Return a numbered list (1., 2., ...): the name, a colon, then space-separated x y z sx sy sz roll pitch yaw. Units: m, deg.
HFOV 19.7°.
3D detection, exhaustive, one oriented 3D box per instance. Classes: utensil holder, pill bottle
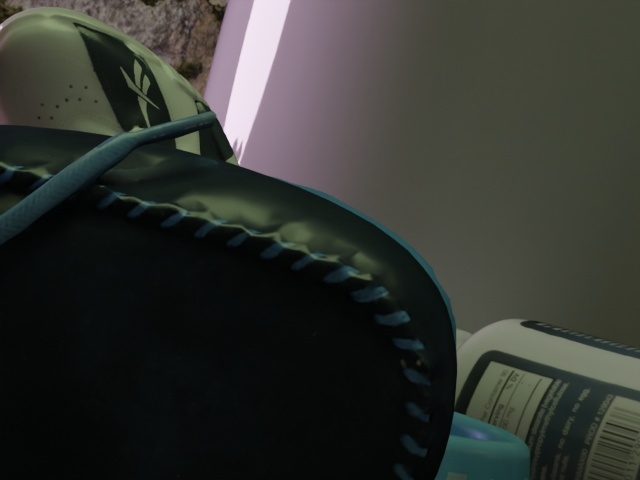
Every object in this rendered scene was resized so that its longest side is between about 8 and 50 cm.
1. utensil holder: 0.087 -0.054 1.086 0.328 0.385 0.327 15 0 0
2. pill bottle: 0.108 0.094 0.840 0.180 0.108 0.108 15 0 36

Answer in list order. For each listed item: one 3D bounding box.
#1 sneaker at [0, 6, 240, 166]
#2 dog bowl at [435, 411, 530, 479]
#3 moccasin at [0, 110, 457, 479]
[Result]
1. sneaker: -0.074 0.002 0.826 0.094 0.235 0.153 -28 12 3
2. dog bowl: -0.067 0.068 0.620 0.297 0.074 0.166 15 0 8
3. moccasin: -0.141 0.037 0.412 0.342 0.137 0.117 0 3 6
